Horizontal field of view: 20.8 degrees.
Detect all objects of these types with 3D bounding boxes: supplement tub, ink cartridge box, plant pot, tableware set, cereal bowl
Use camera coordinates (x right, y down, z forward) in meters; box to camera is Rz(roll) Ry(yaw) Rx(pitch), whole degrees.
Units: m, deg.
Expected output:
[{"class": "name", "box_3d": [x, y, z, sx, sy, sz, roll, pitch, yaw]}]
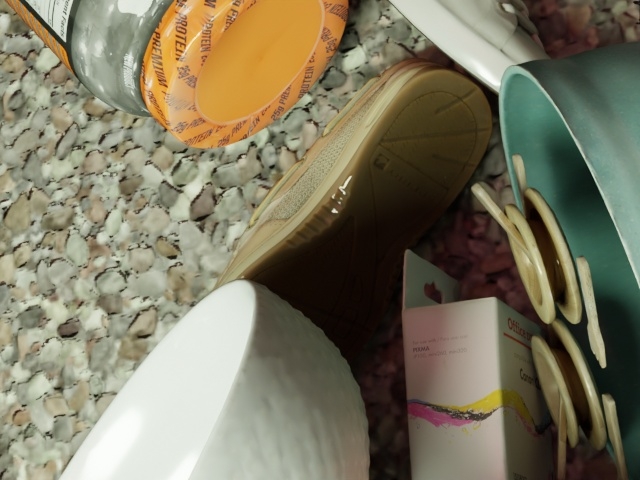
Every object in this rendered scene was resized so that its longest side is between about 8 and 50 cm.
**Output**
[{"class": "supplement tub", "box_3d": [-0.146, -0.234, 1.282, 0.207, 0.207, 0.338, -47, 65, 6]}, {"class": "ink cartridge box", "box_3d": [0.105, 0.107, 1.136, 0.067, 0.115, 0.198, -9, 73, 21]}, {"class": "plant pot", "box_3d": [0.248, 0.006, 1.030, 0.196, 0.293, 0.293, -19, 69, -4]}, {"class": "tableware set", "box_3d": [0.138, 0.054, 1.073, 0.039, 0.194, 0.128, -19, 37, -3]}, {"class": "cereal bowl", "box_3d": [-0.078, 0.199, 0.995, 0.141, 0.339, 0.339, 34, 91, -13]}]

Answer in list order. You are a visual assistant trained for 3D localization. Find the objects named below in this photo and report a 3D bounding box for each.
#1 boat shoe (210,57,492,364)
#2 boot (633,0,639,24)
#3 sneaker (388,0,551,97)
[{"class": "boat shoe", "box_3d": [0.000, 0.000, 1.227, 0.302, 0.109, 0.098, -53, 24, 3]}, {"class": "boot", "box_3d": [0.347, -0.163, 1.102, 0.207, 0.246, 0.094, 2, 104, 56]}, {"class": "sneaker", "box_3d": [0.100, -0.204, 1.225, 0.123, 0.106, 0.290, -43, 63, 10]}]
